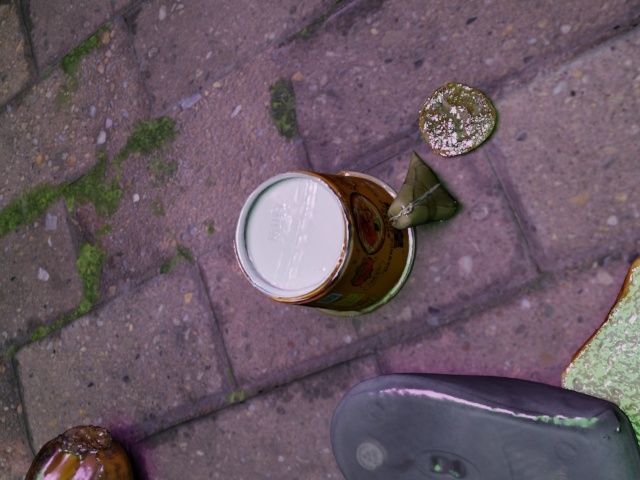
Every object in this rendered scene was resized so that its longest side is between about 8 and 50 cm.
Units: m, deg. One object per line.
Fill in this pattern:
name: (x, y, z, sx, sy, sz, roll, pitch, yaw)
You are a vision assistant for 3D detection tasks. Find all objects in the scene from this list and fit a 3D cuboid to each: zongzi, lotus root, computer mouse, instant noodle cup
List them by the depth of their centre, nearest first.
computer mouse: (0.192, 0.247, 0.664, 0.371, 0.122, 0.188, 1, 100, 31)
zongzi: (0.117, -0.072, 0.749, 0.052, 0.104, 0.113, -47, 62, 46)
instant noodle cup: (0.000, 0.000, 0.757, 0.216, 0.172, 0.216, -2, 86, 27)
lotus root: (-0.417, 0.503, 0.911, 0.196, 0.179, 0.397, 15, 91, 28)

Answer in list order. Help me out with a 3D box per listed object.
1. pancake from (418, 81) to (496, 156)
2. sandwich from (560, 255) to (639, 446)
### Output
pancake: (0.185, -0.167, 0.768, 0.108, 0.017, 0.108, -4, 81, 24)
sandwich: (0.392, 0.131, 0.614, 0.186, 0.065, 0.215, 35, 100, 24)
